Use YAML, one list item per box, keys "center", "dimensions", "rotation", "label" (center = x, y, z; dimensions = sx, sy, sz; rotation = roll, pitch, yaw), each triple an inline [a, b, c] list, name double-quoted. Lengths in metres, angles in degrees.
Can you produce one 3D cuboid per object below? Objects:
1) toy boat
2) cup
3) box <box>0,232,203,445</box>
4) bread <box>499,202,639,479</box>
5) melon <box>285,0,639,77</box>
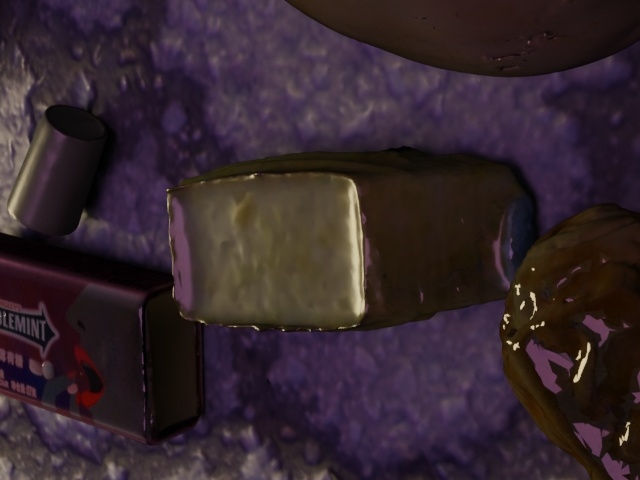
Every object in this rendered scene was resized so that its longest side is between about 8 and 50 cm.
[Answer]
- center: [-0.003, 0.001, 0.940]
  dimensions: [0.276, 0.084, 0.111]
  rotation: [1, 100, 42]
  label: "toy boat"
- center: [-0.188, -0.056, 1.113]
  dimensions: [0.054, 0.075, 0.083]
  rotation: [22, 118, -7]
  label: "cup"
- center: [-0.187, 0.067, 1.125]
  dimensions: [0.224, 0.069, 0.120]
  rotation: [10, 108, 38]
  label: "box"
- center: [0.196, 0.101, 0.768]
  dimensions: [0.267, 0.130, 0.152]
  rotation: [52, 138, 17]
  label: "bread"
- center: [0.057, -0.202, 0.738]
  dimensions: [0.317, 0.223, 0.223]
  rotation: [30, 120, 33]
  label: "melon"
